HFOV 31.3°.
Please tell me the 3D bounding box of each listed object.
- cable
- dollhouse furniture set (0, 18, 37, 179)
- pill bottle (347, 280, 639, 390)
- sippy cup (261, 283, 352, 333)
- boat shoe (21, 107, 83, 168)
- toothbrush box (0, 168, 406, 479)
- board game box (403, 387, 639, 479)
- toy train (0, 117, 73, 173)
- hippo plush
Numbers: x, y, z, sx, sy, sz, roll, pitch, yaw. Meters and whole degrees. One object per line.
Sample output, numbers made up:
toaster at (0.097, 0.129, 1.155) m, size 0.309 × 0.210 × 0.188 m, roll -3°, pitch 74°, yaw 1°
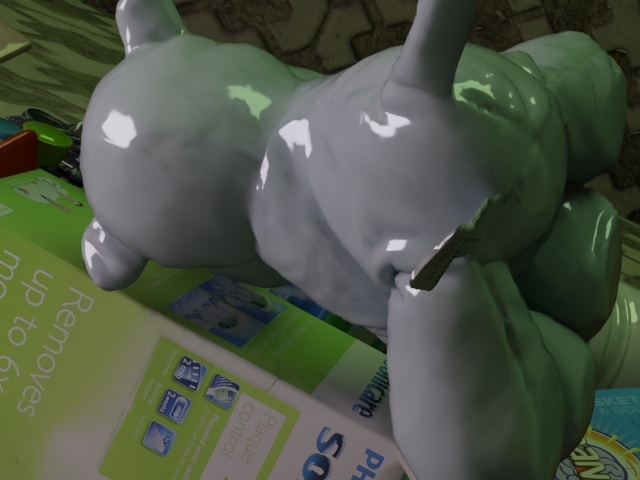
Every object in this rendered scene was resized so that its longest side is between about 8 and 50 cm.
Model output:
cable at (-0.271, -0.076, 1.248) m, size 0.184 × 0.047 × 0.151 m, roll 35°, pitch -22°, yaw -33°
dollhouse furniture set at (-0.270, 0.014, 0.688) m, size 0.135 × 0.262 × 0.259 m, roll 33°, pitch 46°, yaw 20°
pill bottle at (0.197, 0.080, 1.301) m, size 0.361 × 0.204 × 0.204 m, roll 20°, pitch 16°, yaw -20°
sippy cup at (-0.094, -0.011, 1.130) m, size 0.224 × 0.305 × 0.240 m, roll 6°, pitch 51°, yaw -26°
boat shoe at (-0.280, -0.115, 1.433) m, size 0.233 × 0.079 × 0.084 m, roll 30°, pitch 16°, yaw 21°
toothbrush box at (-0.106, 0.116, 0.649) m, size 0.283 × 0.206 × 0.122 m, roll 28°, pitch 15°, yaw 6°
board game box at (0.192, 0.206, 0.910) m, size 0.317 × 0.064 × 0.242 m, roll -1°, pitch 22°, yaw -14°
toy train at (-0.272, -0.047, 1.066) m, size 0.105 × 0.143 × 0.248 m, roll 31°, pitch 15°, yaw 17°
hippo plush at (0.000, 0.000, 0.539) m, size 0.237 × 0.234 × 0.294 m, roll 4°, pitch 1°, yaw 25°
